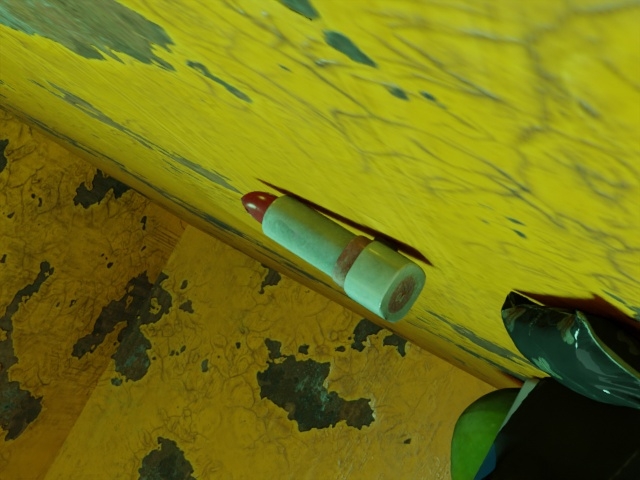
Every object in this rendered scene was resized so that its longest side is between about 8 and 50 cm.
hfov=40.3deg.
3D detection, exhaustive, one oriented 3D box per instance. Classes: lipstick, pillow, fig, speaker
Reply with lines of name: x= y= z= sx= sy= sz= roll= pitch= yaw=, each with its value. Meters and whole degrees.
lipstick: x=0.001 y=-0.001 z=0.760 sx=0.186 sy=0.057 sz=0.063 roll=32 pitch=178 yaw=29
pillow: x=0.169 y=0.073 z=0.564 sx=0.090 sy=0.048 sz=0.150 roll=27 pitch=178 yaw=-6
fig: x=0.409 y=0.425 z=1.635 sx=0.316 sy=0.316 sz=0.316 roll=29 pitch=175 yaw=3
speaker: x=0.305 y=0.283 z=0.806 sx=0.388 sy=0.184 sz=0.180 roll=43 pitch=163 yaw=-23

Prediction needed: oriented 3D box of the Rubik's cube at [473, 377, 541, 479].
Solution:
Rubik's cube: x=0.396 y=0.426 z=1.218 sx=0.344 sy=0.346 sz=0.346 roll=30 pitch=175 yaw=4
